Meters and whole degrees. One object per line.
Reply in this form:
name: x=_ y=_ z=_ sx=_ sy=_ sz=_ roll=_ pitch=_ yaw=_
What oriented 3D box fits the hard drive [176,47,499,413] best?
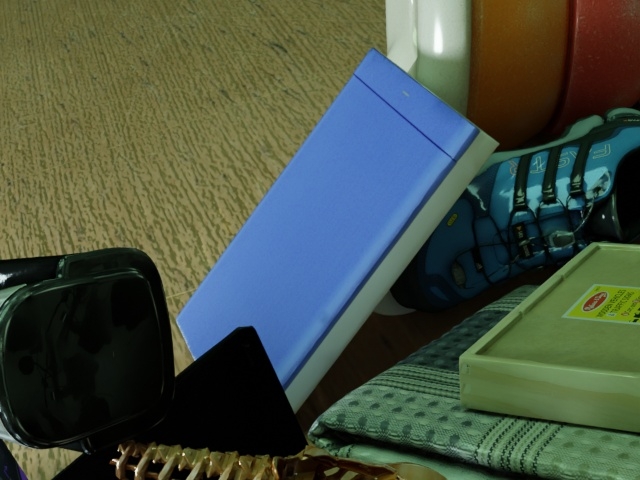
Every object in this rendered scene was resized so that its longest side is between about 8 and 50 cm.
hard drive: x=0.000 y=0.000 z=0.982 sx=0.318 sy=0.040 sz=0.210 roll=-54 pitch=32 yaw=10

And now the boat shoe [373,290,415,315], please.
boat shoe: x=0.096 y=0.006 z=1.053 sx=0.184 sy=0.066 sz=0.063 roll=-43 pitch=24 yaw=-25

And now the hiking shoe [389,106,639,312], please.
hiking shoe: x=0.197 y=-0.028 z=0.977 sx=0.304 sy=0.113 sz=0.132 roll=-30 pitch=22 yaw=-13

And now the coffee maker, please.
coffee maker: x=-0.173 y=0.052 z=0.647 sx=0.178 sy=0.120 sz=0.171 roll=-2 pitch=30 yaw=34

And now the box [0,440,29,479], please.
box: x=-0.330 y=0.264 z=0.825 sx=0.143 sy=0.165 sz=0.270 roll=-10 pitch=34 yaw=16

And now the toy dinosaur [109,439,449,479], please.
toy dinosaur: x=0.041 y=0.192 z=0.653 sx=0.322 sy=0.218 sz=0.164 roll=41 pitch=40 yaw=9

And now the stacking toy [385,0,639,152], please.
stacking toy: x=0.306 y=-0.244 z=1.142 sx=0.480 sy=0.350 sz=0.350 roll=-3 pitch=33 yaw=-3

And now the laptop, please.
laptop: x=-0.142 y=0.197 z=0.749 sx=0.264 sy=0.234 sz=0.136 roll=-9 pitch=34 yaw=20

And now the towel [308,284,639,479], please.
towel: x=0.210 y=0.109 z=0.775 sx=0.324 sy=0.056 sz=0.312 roll=5 pitch=19 yaw=37

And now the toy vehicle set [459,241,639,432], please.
toy vehicle set: x=0.226 y=0.058 z=0.780 sx=0.166 sy=0.035 sz=0.267 roll=4 pitch=18 yaw=32
